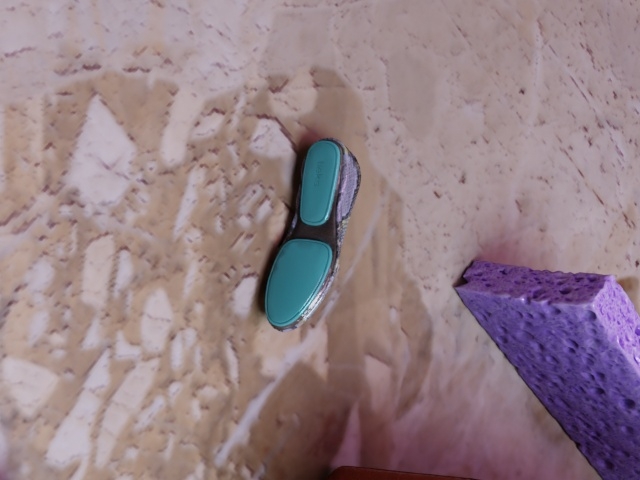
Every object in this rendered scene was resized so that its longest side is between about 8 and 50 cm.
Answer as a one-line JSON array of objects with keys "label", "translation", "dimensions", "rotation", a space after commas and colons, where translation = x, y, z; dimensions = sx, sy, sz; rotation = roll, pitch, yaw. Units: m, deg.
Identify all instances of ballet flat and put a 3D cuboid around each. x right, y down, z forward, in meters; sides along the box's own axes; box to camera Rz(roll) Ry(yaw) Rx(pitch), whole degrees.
[{"label": "ballet flat", "translation": [0.000, 0.000, 0.763], "dimensions": [0.041, 0.041, 0.114], "rotation": [21, 80, -35]}]

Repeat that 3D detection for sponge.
[{"label": "sponge", "translation": [0.185, 0.095, 0.849], "dimensions": [0.210, 0.117, 0.031], "rotation": [50, 65, -27]}]

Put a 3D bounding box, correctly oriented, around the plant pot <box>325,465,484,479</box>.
[{"label": "plant pot", "translation": [0.101, 0.253, 0.716], "dimensions": [0.236, 0.267, 0.267], "rotation": [31, 73, -17]}]
